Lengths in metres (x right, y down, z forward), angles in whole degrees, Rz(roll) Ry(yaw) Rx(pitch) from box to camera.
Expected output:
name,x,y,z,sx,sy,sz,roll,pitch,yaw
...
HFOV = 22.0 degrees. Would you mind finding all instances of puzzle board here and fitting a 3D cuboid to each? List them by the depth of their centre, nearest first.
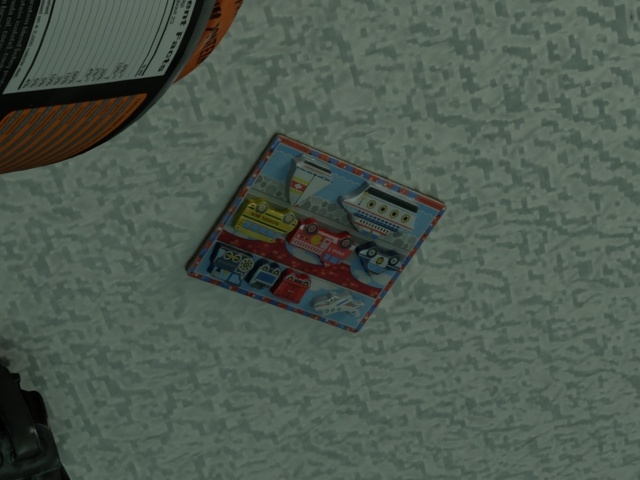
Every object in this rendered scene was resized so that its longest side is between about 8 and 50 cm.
name,x,y,z,sx,sy,sz,roll,pitch,yaw
puzzle board,0.000,0.000,0.927,0.128,0.011,0.096,21,114,-37

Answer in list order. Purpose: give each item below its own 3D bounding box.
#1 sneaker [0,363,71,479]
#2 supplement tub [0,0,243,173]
name,x,y,z,sx,sy,sz,roll,pitch,yaw
sneaker,-0.227,0.093,0.830,0.147,0.104,0.296,-34,138,-1
supplement tub,-0.157,-0.110,0.543,0.193,0.193,0.316,-57,165,20
